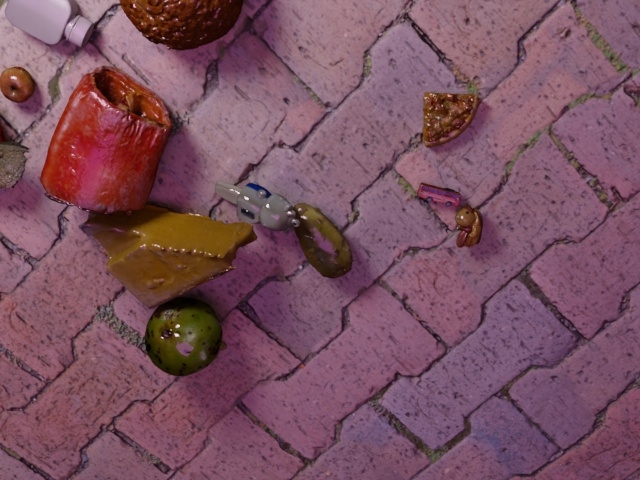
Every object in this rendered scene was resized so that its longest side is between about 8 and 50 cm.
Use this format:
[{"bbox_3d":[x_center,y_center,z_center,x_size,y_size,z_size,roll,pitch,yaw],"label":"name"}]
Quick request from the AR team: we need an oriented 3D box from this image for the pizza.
[{"bbox_3d":[0.296,-0.300,1.890,0.134,0.046,0.175,33,111,-13],"label":"pizza"}]

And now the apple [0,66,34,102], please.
[{"bbox_3d":[-0.722,-0.373,1.869,0.083,0.071,0.084,2,122,3],"label":"apple"}]

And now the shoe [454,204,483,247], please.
[{"bbox_3d":[0.378,-0.030,1.994,0.069,0.072,0.109,-22,141,-20],"label":"shoe"}]

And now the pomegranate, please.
[{"bbox_3d":[-0.353,0.261,2.094,0.210,0.211,0.263,-24,156,12],"label":"pomegranate"}]

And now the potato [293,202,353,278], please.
[{"bbox_3d":[0.000,0.000,2.009,0.117,0.090,0.226,-31,103,21],"label":"potato"}]

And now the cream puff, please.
[{"bbox_3d":[-0.309,-0.563,1.697,0.302,0.212,0.303,1,110,3],"label":"cream puff"}]

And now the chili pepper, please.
[{"bbox_3d":[-0.494,-0.224,1.849,0.251,0.229,0.306,28,113,0],"label":"chili pepper"}]

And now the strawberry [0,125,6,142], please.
[{"bbox_3d":[-0.854,-0.277,1.893,0.174,0.098,0.228,-5,120,-3],"label":"strawberry"}]

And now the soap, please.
[{"bbox_3d":[-0.378,-0.026,1.935,0.338,0.169,0.304,-26,118,26],"label":"soap"}]

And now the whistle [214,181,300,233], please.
[{"bbox_3d":[-0.156,-0.090,1.954,0.244,0.092,0.110,25,141,18],"label":"whistle"}]

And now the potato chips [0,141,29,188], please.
[{"bbox_3d":[-0.795,-0.175,1.889,0.209,0.026,0.142,-36,116,15],"label":"potato chips"}]

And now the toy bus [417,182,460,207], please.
[{"bbox_3d":[0.301,-0.115,1.982,0.110,0.031,0.043,14,107,-4],"label":"toy bus"}]

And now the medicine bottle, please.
[{"bbox_3d":[-0.619,-0.517,1.801,0.183,0.069,0.119,27,111,-9],"label":"medicine bottle"}]
